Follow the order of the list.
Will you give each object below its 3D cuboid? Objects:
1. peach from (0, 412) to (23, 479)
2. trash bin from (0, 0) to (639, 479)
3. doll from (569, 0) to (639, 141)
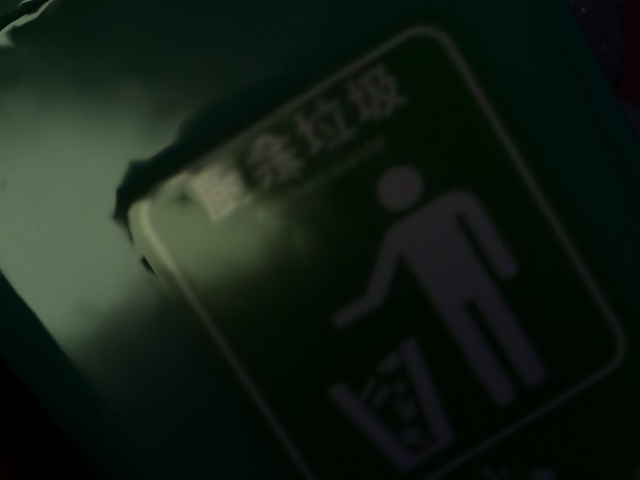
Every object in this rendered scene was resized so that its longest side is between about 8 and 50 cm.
[{"bbox_3d":[-0.181,0.100,0.581,0.184,0.184,0.184,19,40,-17],"label":"peach"},{"bbox_3d":[0.000,0.000,0.651,0.381,0.259,0.295,58,1,-9],"label":"trash bin"},{"bbox_3d":[0.090,-0.011,0.932,0.246,0.158,0.340,-17,70,-7],"label":"doll"}]
